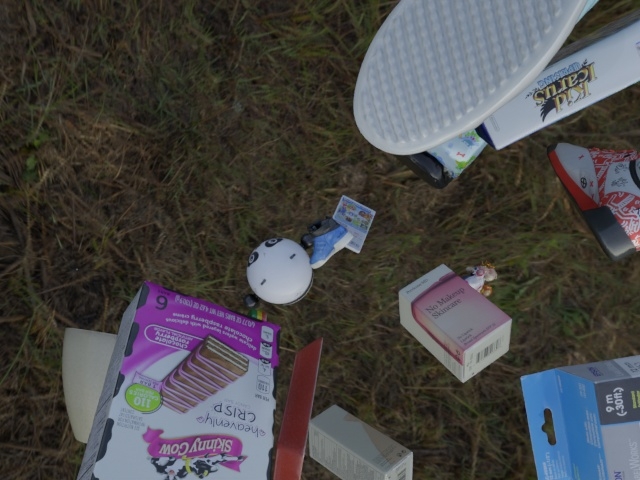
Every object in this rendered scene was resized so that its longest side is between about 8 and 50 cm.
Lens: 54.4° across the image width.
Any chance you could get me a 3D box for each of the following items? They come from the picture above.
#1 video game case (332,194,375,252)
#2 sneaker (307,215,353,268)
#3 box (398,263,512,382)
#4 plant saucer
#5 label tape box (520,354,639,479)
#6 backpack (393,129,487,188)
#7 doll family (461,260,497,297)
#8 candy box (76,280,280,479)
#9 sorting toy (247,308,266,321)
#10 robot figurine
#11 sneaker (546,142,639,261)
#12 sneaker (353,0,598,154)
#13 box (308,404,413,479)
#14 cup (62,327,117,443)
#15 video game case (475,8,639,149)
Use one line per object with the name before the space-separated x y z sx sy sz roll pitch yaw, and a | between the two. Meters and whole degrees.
video game case | 0.068 -0.038 1.417 0.087 0.011 0.122 27 57 -3
sneaker | 0.001 -0.001 1.363 0.084 0.152 0.058 45 53 -3
box | 0.314 0.190 1.475 0.149 0.232 0.127 -30 137 -19
plant saucer | -0.045 0.342 1.092 0.048 0.259 0.258 10 125 2
label tape box | 0.590 0.362 1.201 0.348 0.115 0.249 -11 97 5
backpack | 0.337 -0.337 1.585 0.290 0.273 0.355 38 92 -23
doll family | 0.407 0.136 1.695 0.163 0.118 0.263 -30 138 -10
candy box | -0.127 0.167 0.592 0.159 0.071 0.233 22 43 -22
sorting toy | -0.132 0.250 0.983 0.046 0.132 0.274 18 114 -16
robot figurine | -0.105 0.082 1.637 0.174 0.278 0.209 4 84 1
sneaker | 0.402 -0.084 0.822 0.145 0.270 0.090 -31 113 20
sneaker | 0.185 -0.214 0.578 0.366 0.150 0.135 -46 73 9
box | 0.112 0.630 1.837 0.121 0.311 0.148 -23 123 -39
cup | -0.449 0.350 1.441 0.331 0.331 0.237 16 74 -20
video game case | 0.301 -0.198 0.752 0.244 0.269 0.061 -28 97 15
